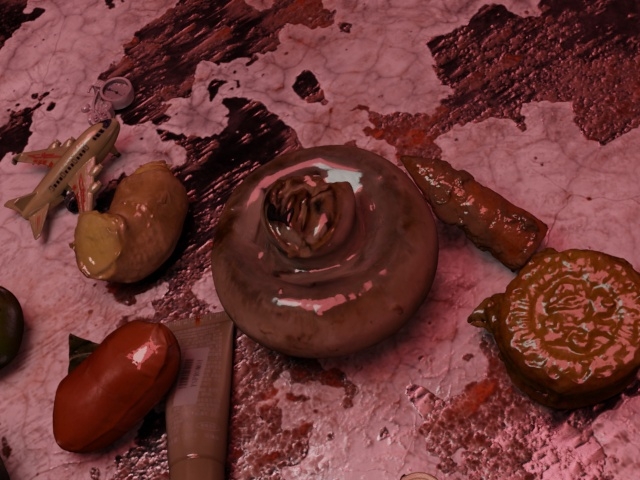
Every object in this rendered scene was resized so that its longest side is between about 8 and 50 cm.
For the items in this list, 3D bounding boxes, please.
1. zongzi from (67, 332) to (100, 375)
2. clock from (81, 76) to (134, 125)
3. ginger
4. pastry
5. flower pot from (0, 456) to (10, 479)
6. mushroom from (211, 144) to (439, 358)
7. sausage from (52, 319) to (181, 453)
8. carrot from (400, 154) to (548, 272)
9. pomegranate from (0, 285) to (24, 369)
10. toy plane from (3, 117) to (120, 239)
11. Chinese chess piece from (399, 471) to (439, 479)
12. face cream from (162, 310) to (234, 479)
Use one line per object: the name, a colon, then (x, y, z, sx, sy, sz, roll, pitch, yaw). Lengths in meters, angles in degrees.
zongzi: (-0.368, 0.185, 1.698, 0.109, 0.055, 0.119, -16, 46, 1)
clock: (-0.418, -0.265, 1.981, 0.087, 0.041, 0.129, 11, 58, 15)
ginger: (-0.315, -0.030, 1.761, 0.138, 0.152, 0.267, -10, 35, 38)
pastry: (0.372, 0.118, 1.493, 0.240, 0.132, 0.235, -35, 70, -6)
flower pot: (-0.571, 0.353, 1.566, 0.148, 0.235, 0.235, -26, 55, -25)
mushroom: (0.000, 0.000, 1.574, 0.362, 0.295, 0.362, -7, 57, 10)
sausage: (-0.318, 0.232, 1.589, 0.258, 0.133, 0.133, -43, 58, 11)
carrot: (0.236, -0.058, 1.622, 0.263, 0.102, 0.102, 37, 72, 3)
pomegranate: (-0.592, 0.139, 1.683, 0.179, 0.210, 0.180, -3, 75, 13)
toy plane: (-0.461, -0.124, 1.871, 0.256, 0.104, 0.242, -42, 57, -12)
Chinese chess piece: (0.143, 0.376, 1.470, 0.084, 0.034, 0.084, -5, 60, 9)
face cream: (-0.194, 0.257, 1.603, 0.137, 0.084, 0.341, -12, 50, 8)
